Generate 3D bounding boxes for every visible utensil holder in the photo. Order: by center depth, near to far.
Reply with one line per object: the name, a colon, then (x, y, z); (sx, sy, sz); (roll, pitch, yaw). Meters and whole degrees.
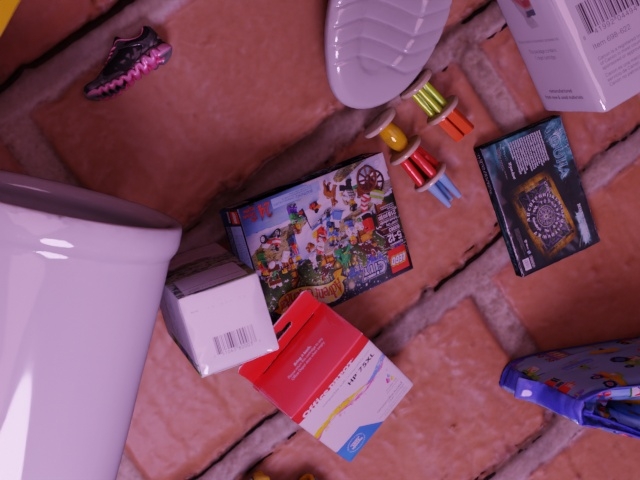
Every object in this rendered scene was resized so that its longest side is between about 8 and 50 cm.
utensil holder: (-0.347, 0.132, 1.323); (0.327, 0.327, 0.386); (11, 96, -17)

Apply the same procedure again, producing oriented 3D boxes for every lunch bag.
lunch bag: (0.391, 0.194, 1.595); (0.293, 0.221, 0.138); (5, 96, -17)

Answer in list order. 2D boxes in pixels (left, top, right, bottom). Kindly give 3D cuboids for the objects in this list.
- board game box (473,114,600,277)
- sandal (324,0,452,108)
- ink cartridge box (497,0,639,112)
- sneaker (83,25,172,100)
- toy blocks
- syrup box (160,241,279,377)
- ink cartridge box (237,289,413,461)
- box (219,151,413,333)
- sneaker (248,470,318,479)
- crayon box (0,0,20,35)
board game box: (0.292, -0.060, 1.637); (0.126, 0.026, 0.186); (-23, 102, -13)
sandal: (0.083, -0.370, 1.501); (0.169, 0.102, 0.416); (-1, 111, -27)
ink cartridge box: (0.352, -0.394, 1.542); (0.279, 0.160, 0.385); (-30, 104, -11)
sneaker: (-0.237, -0.213, 1.460); (0.119, 0.047, 0.057); (-36, 86, -11)
toy blocks: (0.147, -0.127, 1.572); (0.148, 0.054, 0.123); (45, 84, -16)
syrup box: (-0.130, 0.075, 1.420); (0.093, 0.237, 0.096); (-19, 102, -13)
ink cartridge box: (0.010, 0.168, 1.493); (0.134, 0.078, 0.231); (-50, 145, -5)
box: (0.000, 0.000, 1.509); (0.233, 0.044, 0.159); (-24, 103, -34)
sneaker: (0.002, 0.354, 1.573); (0.225, 0.088, 0.093); (16, 88, -19)
crayon box: (-0.447, -0.206, 1.223); (0.106, 0.363, 0.313); (30, 88, -37)
